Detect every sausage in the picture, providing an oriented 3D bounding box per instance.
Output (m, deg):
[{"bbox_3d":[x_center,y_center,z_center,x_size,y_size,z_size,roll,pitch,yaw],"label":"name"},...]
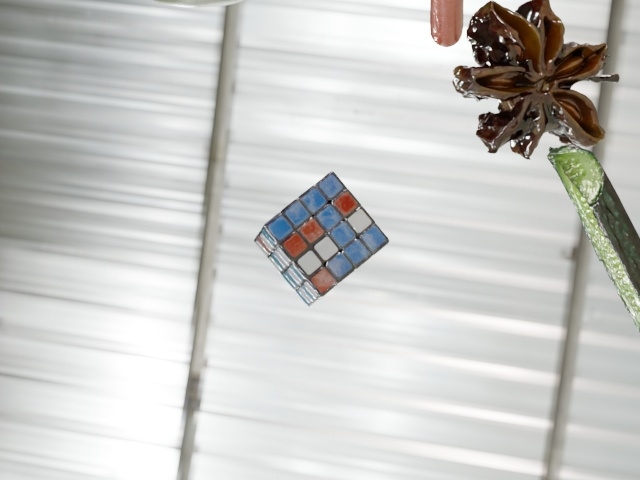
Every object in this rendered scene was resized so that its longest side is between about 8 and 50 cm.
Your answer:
[{"bbox_3d":[0.111,-0.244,1.442,0.253,0.034,0.034,89,-166,-60],"label":"sausage"}]

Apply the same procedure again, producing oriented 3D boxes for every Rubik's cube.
[{"bbox_3d":[0.000,0.000,1.676,0.092,0.092,0.092,-40,-2,-12],"label":"Rubik's cube"}]

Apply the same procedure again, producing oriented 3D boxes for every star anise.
[{"bbox_3d":[0.248,-0.189,2.037,0.220,0.126,0.190,41,-123,-23],"label":"star anise"}]

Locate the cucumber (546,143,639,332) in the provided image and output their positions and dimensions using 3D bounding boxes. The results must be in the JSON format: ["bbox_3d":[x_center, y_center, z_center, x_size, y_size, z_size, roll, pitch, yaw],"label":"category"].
[{"bbox_3d":[0.299,-0.007,1.713,0.220,0.046,0.070,62,-178,4],"label":"cucumber"}]

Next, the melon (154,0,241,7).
[{"bbox_3d":[-0.152,-0.399,1.879,0.330,0.268,0.268,48,146,48],"label":"melon"}]
